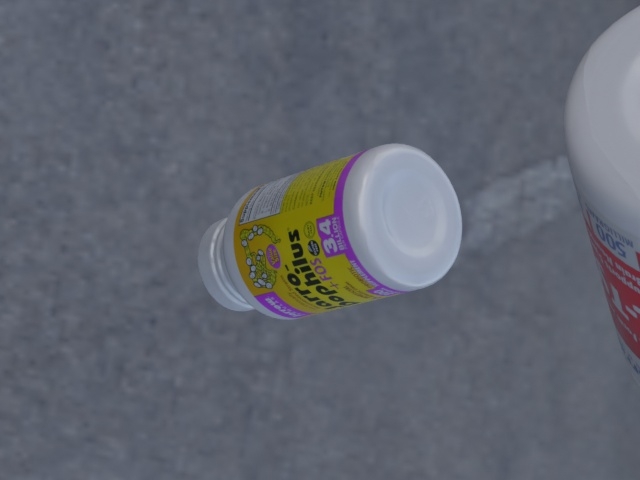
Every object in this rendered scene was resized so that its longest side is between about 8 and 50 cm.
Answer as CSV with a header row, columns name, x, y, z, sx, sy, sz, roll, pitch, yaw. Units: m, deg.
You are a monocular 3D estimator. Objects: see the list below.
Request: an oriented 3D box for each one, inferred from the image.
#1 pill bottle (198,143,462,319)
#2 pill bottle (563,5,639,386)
name,x,y,z,sx,sy,sz,roll,pitch,yaw
pill bottle,0.000,0.000,0.569,0.043,0.083,0.043,12,71,-39
pill bottle,0.330,0.012,1.452,0.229,0.229,0.407,-65,150,-28
